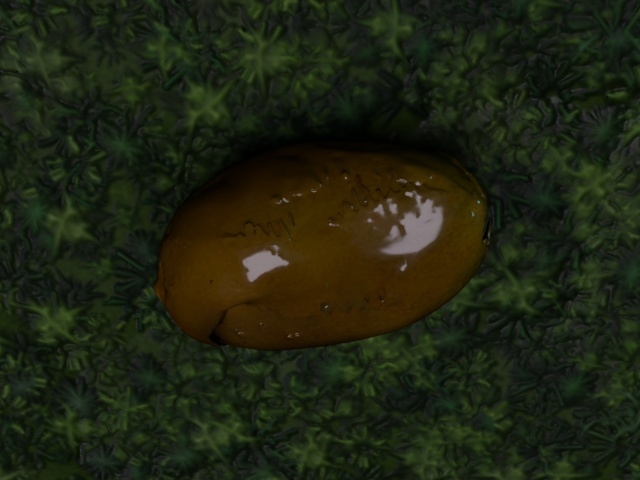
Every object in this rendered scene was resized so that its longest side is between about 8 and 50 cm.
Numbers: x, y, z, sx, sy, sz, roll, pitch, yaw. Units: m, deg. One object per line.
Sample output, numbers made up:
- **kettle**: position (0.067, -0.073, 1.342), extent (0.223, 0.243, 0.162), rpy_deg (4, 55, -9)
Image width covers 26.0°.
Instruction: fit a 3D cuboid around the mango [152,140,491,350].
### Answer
- **mango**: position (0.000, 0.000, 1.006), extent (0.249, 0.156, 0.151), rpy_deg (-11, 83, 10)
